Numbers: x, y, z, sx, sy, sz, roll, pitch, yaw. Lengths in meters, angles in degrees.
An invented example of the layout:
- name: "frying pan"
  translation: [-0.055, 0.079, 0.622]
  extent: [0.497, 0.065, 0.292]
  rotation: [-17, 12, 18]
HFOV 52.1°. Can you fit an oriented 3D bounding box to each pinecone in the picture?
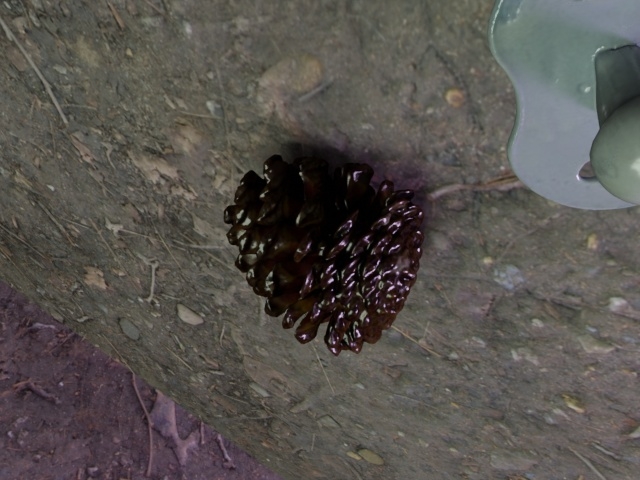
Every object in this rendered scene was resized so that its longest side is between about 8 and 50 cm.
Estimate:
- name: "pinecone"
  translation: [-0.001, 0.003, 0.870]
  extent: [0.292, 0.246, 0.246]
  rotation: [36, 149, 33]

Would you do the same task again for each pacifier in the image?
- name: "pacifier"
  translation: [0.264, -0.112, 0.532]
  extent: [0.238, 0.225, 0.287]
  rotation: [-5, 132, 17]
